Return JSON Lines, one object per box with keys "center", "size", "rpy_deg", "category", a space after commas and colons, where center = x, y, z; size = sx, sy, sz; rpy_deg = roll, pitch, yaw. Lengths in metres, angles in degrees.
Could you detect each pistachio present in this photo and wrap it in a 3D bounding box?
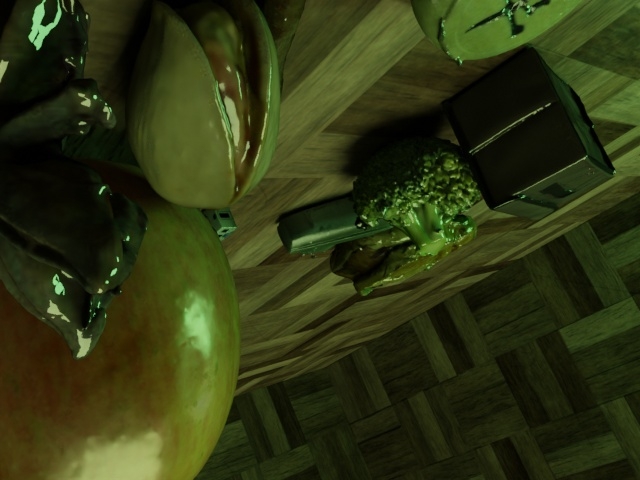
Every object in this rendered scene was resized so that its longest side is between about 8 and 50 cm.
{"center": [-0.097, -0.110, 0.559], "size": [0.144, 0.144, 0.215], "rpy_deg": [-18, 154, -21], "category": "pistachio"}

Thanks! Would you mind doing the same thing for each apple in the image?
{"center": [-0.265, 0.119, 0.688], "size": [0.391, 0.347, 0.391], "rpy_deg": [-18, 166, -5], "category": "apple"}

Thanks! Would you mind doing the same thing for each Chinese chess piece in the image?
{"center": [0.176, -0.251, 0.607], "size": [0.188, 0.083, 0.188], "rpy_deg": [-20, 162, -7], "category": "Chinese chess piece"}

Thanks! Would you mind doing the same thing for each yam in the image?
{"center": [-0.047, -0.172, 0.609], "size": [0.045, 0.045, 0.327], "rpy_deg": [13, 153, -11], "category": "yam"}

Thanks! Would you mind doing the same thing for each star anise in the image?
{"center": [-0.192, -0.048, 0.458], "size": [0.110, 0.258, 0.198], "rpy_deg": [-16, 172, -46], "category": "star anise"}

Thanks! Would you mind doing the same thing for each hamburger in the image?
{"center": [0.160, 0.004, 1.321], "size": [0.284, 0.134, 0.265], "rpy_deg": [-21, 163, -31], "category": "hamburger"}

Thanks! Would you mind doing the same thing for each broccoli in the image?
{"center": [0.141, -0.068, 0.987], "size": [0.197, 0.176, 0.226], "rpy_deg": [-11, 143, 5], "category": "broccoli"}

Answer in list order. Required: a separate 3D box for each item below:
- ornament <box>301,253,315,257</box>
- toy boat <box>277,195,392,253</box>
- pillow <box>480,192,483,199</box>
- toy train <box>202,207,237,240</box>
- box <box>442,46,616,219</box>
{"center": [0.000, 0.000, 1.262], "size": [0.073, 0.028, 0.125], "rpy_deg": [-16, 160, -25], "category": "ornament"}
{"center": [0.051, -0.033, 1.133], "size": [0.260, 0.078, 0.085], "rpy_deg": [-17, 145, -22], "category": "toy boat"}
{"center": [0.366, -0.128, 1.289], "size": [0.179, 0.075, 0.171], "rpy_deg": [-13, 161, -37], "category": "pillow"}
{"center": [-0.203, 0.013, 0.978], "size": [0.207, 0.043, 0.047], "rpy_deg": [-36, 160, 35], "category": "toy train"}
{"center": [0.319, -0.147, 0.974], "size": [0.153, 0.188, 0.252], "rpy_deg": [-30, 161, 29], "category": "box"}
